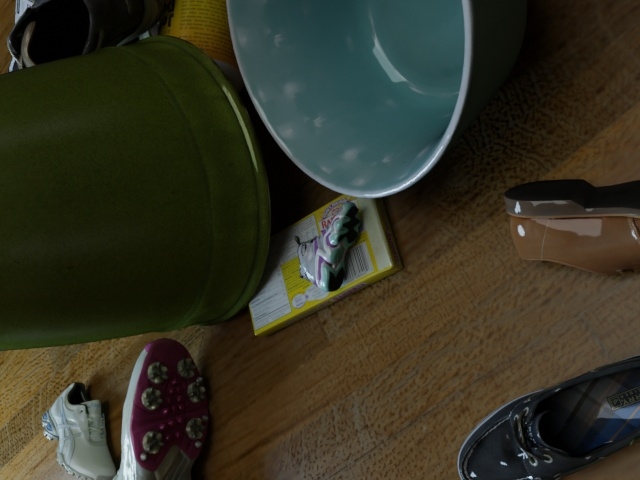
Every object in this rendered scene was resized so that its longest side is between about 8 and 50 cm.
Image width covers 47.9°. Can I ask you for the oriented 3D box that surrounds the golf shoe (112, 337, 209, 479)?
[{"bbox_3d":[-0.213,0.276,0.882,0.140,0.115,0.306,-17,69,40],"label":"golf shoe"}]

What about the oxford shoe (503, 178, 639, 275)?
[{"bbox_3d":[0.258,-0.007,0.586,0.212,0.076,0.076,4,113,38],"label":"oxford shoe"}]

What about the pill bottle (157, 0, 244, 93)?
[{"bbox_3d":[-0.155,-0.251,0.940,0.117,0.117,0.208,-5,78,39],"label":"pill bottle"}]

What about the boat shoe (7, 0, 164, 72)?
[{"bbox_3d":[-0.349,-0.265,0.949,0.355,0.130,0.132,-26,100,45],"label":"boat shoe"}]

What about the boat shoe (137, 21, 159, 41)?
[{"bbox_3d":[-0.216,-0.393,1.046,0.095,0.095,0.257,-13,84,35],"label":"boat shoe"}]

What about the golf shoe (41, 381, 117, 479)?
[{"bbox_3d":[-0.332,0.268,1.014,0.176,0.069,0.086,34,97,38],"label":"golf shoe"}]

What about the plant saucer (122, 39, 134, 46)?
[{"bbox_3d":[-0.360,-0.333,1.120,0.310,0.050,0.311,17,112,51],"label":"plant saucer"}]

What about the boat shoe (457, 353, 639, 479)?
[{"bbox_3d":[0.197,0.153,0.583,0.228,0.076,0.080,-31,62,31],"label":"boat shoe"}]

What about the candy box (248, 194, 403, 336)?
[{"bbox_3d":[-0.007,0.025,0.815,0.206,0.027,0.105,-29,61,32],"label":"candy box"}]

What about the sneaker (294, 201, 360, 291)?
[{"bbox_3d":[0.000,0.000,0.771,0.069,0.038,0.098,21,94,38],"label":"sneaker"}]

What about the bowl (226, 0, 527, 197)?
[{"bbox_3d":[0.064,-0.211,0.674,0.311,0.163,0.311,29,131,39],"label":"bowl"}]

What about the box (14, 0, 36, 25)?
[{"bbox_3d":[-0.422,-0.267,1.114,0.114,0.036,0.207,33,128,14],"label":"box"}]

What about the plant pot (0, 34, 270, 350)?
[{"bbox_3d":[-0.308,-0.031,0.793,0.366,0.353,0.366,17,115,43],"label":"plant pot"}]
